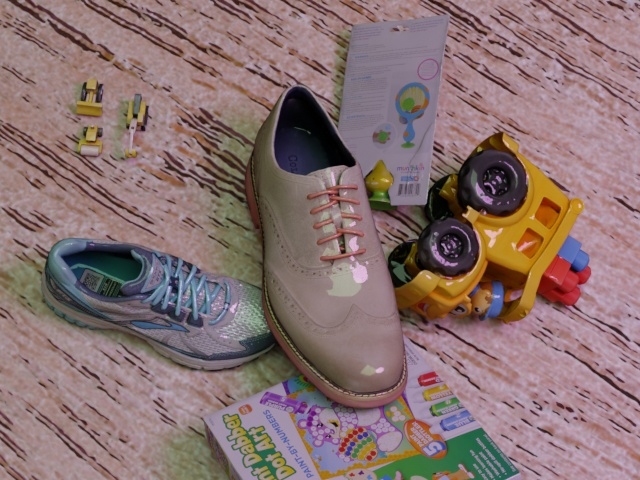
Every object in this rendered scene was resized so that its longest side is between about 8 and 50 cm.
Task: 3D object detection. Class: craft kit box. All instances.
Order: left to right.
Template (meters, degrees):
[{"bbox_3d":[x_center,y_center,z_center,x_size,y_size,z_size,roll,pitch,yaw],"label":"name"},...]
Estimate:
[{"bbox_3d":[0.039,0.227,1.544,0.247,0.061,0.250,-25,43,-15],"label":"craft kit box"}]

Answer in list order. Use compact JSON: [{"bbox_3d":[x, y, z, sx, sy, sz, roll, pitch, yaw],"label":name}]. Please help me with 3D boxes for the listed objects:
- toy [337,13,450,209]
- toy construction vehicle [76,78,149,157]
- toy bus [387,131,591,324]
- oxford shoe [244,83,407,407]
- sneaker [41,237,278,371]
[{"bbox_3d":[0.090,-0.147,1.785,0.137,0.056,0.237,-1,70,32],"label":"toy"},{"bbox_3d":[-0.251,-0.147,1.780,0.086,0.035,0.098,8,67,-1],"label":"toy construction vehicle"},{"bbox_3d":[0.206,0.022,1.704,0.211,0.149,0.220,36,71,-7],"label":"toy bus"},{"bbox_3d":[0.000,0.000,1.629,0.140,0.146,0.397,-11,53,-17],"label":"oxford shoe"},{"bbox_3d":[-0.176,0.065,1.651,0.283,0.122,0.110,12,67,0],"label":"sneaker"}]
